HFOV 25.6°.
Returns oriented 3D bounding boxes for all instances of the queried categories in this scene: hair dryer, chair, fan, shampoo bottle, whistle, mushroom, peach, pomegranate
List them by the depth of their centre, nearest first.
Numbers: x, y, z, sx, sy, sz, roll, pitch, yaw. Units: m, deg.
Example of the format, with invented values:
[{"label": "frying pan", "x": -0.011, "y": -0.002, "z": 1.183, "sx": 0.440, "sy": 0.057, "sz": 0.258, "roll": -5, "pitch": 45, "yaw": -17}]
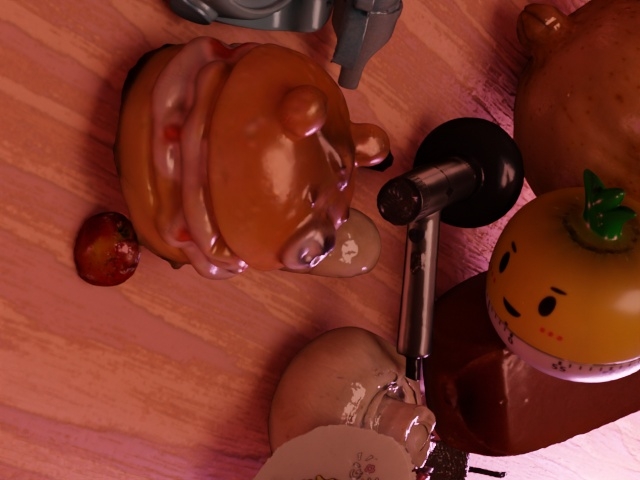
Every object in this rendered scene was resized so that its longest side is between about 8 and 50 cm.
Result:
[{"label": "peach", "x": -0.239, "y": 0.013, "z": 1.542, "sx": 0.050, "sy": 0.077, "sz": 0.083, "roll": -25, "pitch": 165, "yaw": -48}, {"label": "whistle", "x": 0.062, "y": -0.303, "z": 1.666, "sx": 0.186, "sy": 0.093, "sz": 0.274, "roll": -82, "pitch": -174, "yaw": -52}, {"label": "fan", "x": -0.068, "y": 0.366, "z": 1.763, "sx": 0.415, "sy": 0.012, "sz": 0.233, "roll": -25, "pitch": 119, "yaw": -9}, {"label": "shampoo bottle", "x": 0.047, "y": -0.119, "z": 1.849, "sx": 0.137, "sy": 0.027, "sz": 0.048, "roll": 14, "pitch": 93, "yaw": -51}, {"label": "hair dryer", "x": 0.131, "y": 0.005, "z": 1.853, "sx": 0.320, "sy": 0.156, "sz": 0.284, "roll": -36, "pitch": 146, "yaw": -59}, {"label": "mushroom", "x": 0.052, "y": 0.237, "z": 1.855, "sx": 0.246, "sy": 0.202, "sz": 0.246, "roll": -18, "pitch": 112, "yaw": -56}, {"label": "pomegranate", "x": 0.439, "y": -0.200, "z": 2.052, "sx": 0.410, "sy": 0.410, "sz": 0.410, "roll": -22, "pitch": 120, "yaw": -44}, {"label": "chair", "x": 0.212, "y": 0.336, "z": 2.175, "sx": 0.213, "sy": 0.149, "sz": 0.174, "roll": 5, "pitch": 107, "yaw": -8}]

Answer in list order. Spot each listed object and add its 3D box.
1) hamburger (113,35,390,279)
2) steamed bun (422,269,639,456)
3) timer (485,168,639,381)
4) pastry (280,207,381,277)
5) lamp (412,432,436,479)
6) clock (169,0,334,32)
[{"label": "hamburger", "x": -0.066, "y": -0.089, "z": 1.534, "sx": 0.276, "sy": 0.237, "sz": 0.276, "roll": -10, "pitch": 101, "yaw": -62}, {"label": "steamed bun", "x": 0.313, "y": 0.158, "z": 2.093, "sx": 0.379, "sy": 0.248, "sz": 0.235, "roll": -16, "pitch": 113, "yaw": -24}, {"label": "timer", "x": 0.358, "y": 0.023, "z": 1.853, "sx": 0.285, "sy": 0.285, "sz": 0.285, "roll": -22, "pitch": 120, "yaw": -44}, {"label": "pastry", "x": 0.000, "y": 0.000, "z": 1.742, "sx": 0.156, "sy": 0.156, "sz": 0.092, "roll": 13, "pitch": 88, "yaw": -51}, {"label": "lamp", "x": 0.077, "y": 0.372, "z": 2.004, "sx": 0.118, "sy": 0.118, "sz": 0.253, "roll": 24, "pitch": 89, "yaw": -51}, {"label": "clock", "x": -0.087, "y": -0.341, "z": 1.551, "sx": 0.274, "sy": 0.094, "sz": 0.223, "roll": -11, "pitch": 111, "yaw": -49}]
